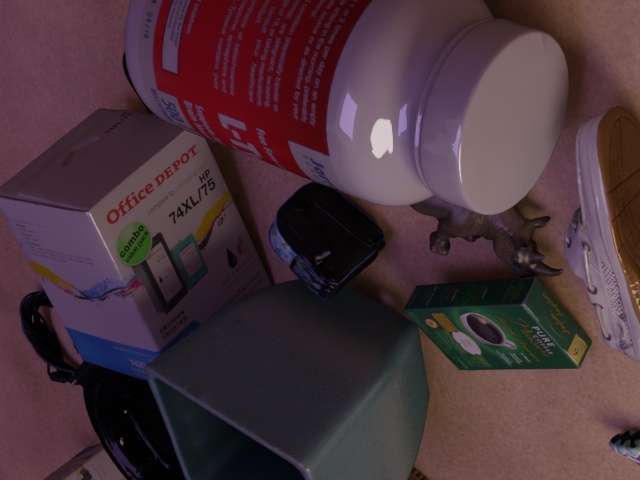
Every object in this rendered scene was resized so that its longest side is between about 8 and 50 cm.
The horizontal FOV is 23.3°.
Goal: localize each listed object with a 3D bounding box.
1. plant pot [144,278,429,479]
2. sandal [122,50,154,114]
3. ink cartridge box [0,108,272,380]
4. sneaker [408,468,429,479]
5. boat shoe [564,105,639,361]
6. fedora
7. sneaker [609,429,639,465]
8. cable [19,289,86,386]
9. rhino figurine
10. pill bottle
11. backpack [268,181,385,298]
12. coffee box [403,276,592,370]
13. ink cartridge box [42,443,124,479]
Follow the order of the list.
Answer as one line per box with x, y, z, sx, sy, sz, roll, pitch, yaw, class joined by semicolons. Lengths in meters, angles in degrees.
-0.008;0.189;1.790;0.247;0.252;0.248;28;149;32;plant pot
-0.190;-0.175;1.904;0.067;0.040;0.179;24;149;42;sandal
-0.227;0.004;1.919;0.197;0.198;0.270;11;135;44;ink cartridge box
0.060;0.342;1.987;0.282;0.099;0.153;43;144;16;sneaker
0.272;0.002;1.472;0.096;0.098;0.277;9;126;43;boat shoe
-0.174;0.238;2.115;0.334;0.152;0.334;32;142;30;fedora
0.350;0.238;1.627;0.098;0.038;0.069;7;123;46;sneaker
-0.396;0.154;2.387;0.150;0.047;0.184;22;133;36;cable
0.148;-0.033;1.605;0.243;0.073;0.106;36;145;16;rhino figurine
0.023;-0.167;1.501;0.407;0.229;0.229;23;134;36;pill bottle
0.000;0.000;1.769;0.114;0.105;0.084;45;156;8;backpack
0.188;0.091;1.662;0.113;0.040;0.184;46;150;-25;coffee box
-0.403;0.399;2.477;0.104;0.181;0.061;-21;102;54;ink cartridge box
